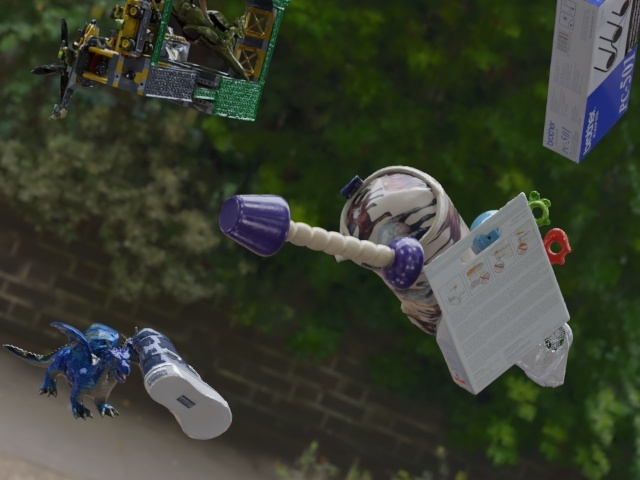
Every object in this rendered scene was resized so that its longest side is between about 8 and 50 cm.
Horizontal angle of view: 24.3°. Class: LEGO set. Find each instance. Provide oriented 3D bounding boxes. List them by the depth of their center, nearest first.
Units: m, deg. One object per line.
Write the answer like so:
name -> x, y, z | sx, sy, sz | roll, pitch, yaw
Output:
LEGO set -> -0.193, -0.268, 1.763 | 0.192, 0.255, 0.331 | 19, 17, 28

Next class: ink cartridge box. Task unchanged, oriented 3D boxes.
ink cartridge box -> 0.263, -0.180, 1.426 | 0.046, 0.097, 0.207 | 30, -32, 25
ink cartridge box -> 0.177, 0.054, 1.572 | 0.045, 0.145, 0.179 | 27, -31, 54

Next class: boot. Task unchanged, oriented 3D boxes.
boot -> -0.176, 0.182, 1.903 | 0.086, 0.069, 0.190 | 63, 3, 36

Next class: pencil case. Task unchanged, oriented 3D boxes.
pencil case -> 0.155, 0.027, 2.346 | 0.183, 0.160, 0.410 | -20, -25, 12

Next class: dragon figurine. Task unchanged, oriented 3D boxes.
dragon figurine -> -0.337, 0.160, 2.108 | 0.085, 0.144, 0.289 | 3, 18, -42

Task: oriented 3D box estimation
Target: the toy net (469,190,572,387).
toy net -> 0.267, 0.063, 1.833 | 0.122, 0.232, 0.045 | -22, -6, 18

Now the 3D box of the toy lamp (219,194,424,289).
toy lamp -> 0.000, 0.000, 1.851 | 0.274, 0.080, 0.080 | 18, 6, -33
